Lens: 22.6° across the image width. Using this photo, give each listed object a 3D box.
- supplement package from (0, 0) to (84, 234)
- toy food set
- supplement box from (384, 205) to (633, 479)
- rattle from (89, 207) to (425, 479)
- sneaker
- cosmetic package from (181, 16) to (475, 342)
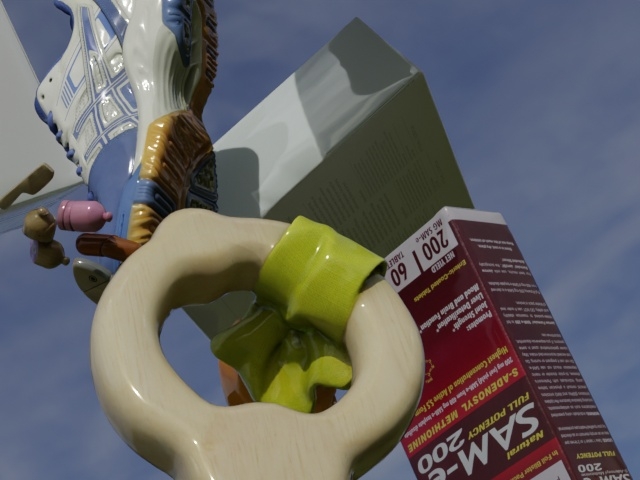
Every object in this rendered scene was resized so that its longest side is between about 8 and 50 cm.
[{"bbox_3d":[-0.406,-0.127,1.653,0.204,0.262,0.145,-23,-4,-45],"label":"supplement package"},{"bbox_3d":[-0.144,0.008,1.003,0.122,0.019,0.078,41,-48,-18],"label":"toy food set"},{"bbox_3d":[0.117,0.110,1.174,0.073,0.239,0.130,4,-37,-47],"label":"supplement box"},{"bbox_3d":[-0.038,0.093,0.598,0.130,0.200,0.143,20,-46,-19],"label":"rattle"},{"bbox_3d":[-0.153,-0.077,1.218,0.131,0.296,0.112,-8,-32,15],"label":"sneaker"},{"bbox_3d":[0.000,0.000,1.504,0.284,0.097,0.377,-44,-27,-7],"label":"cosmetic package"}]
